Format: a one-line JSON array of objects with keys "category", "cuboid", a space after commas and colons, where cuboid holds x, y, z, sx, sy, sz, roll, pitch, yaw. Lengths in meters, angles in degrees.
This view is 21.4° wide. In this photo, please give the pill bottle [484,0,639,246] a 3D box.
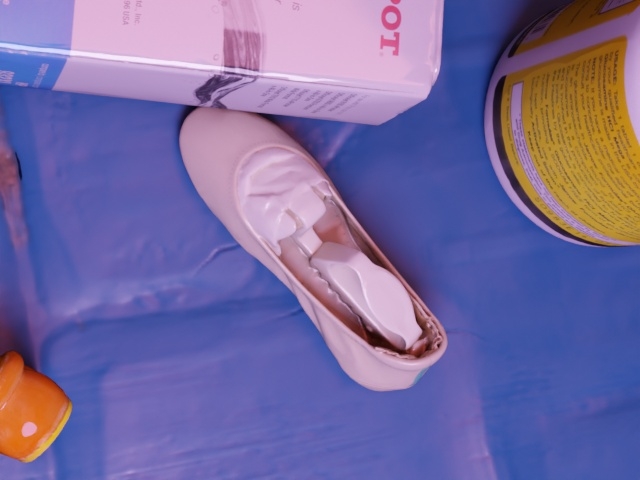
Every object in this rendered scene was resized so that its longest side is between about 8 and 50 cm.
[{"category": "pill bottle", "cuboid": [0.255, -0.095, 1.132, 0.188, 0.334, 0.188, 1, 87, -18]}]

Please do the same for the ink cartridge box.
[{"category": "ink cartridge box", "cuboid": [-0.081, -0.207, 1.127, 0.307, 0.129, 0.223, 5, 82, -14]}]

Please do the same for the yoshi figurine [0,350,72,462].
[{"category": "yoshi figurine", "cuboid": [-0.350, 0.062, 1.042, 0.362, 0.203, 0.203, 38, 114, -26]}]

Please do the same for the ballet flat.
[{"category": "ballet flat", "cuboid": [0.000, 0.000, 1.178, 0.086, 0.086, 0.248, -43, 99, -15]}]
